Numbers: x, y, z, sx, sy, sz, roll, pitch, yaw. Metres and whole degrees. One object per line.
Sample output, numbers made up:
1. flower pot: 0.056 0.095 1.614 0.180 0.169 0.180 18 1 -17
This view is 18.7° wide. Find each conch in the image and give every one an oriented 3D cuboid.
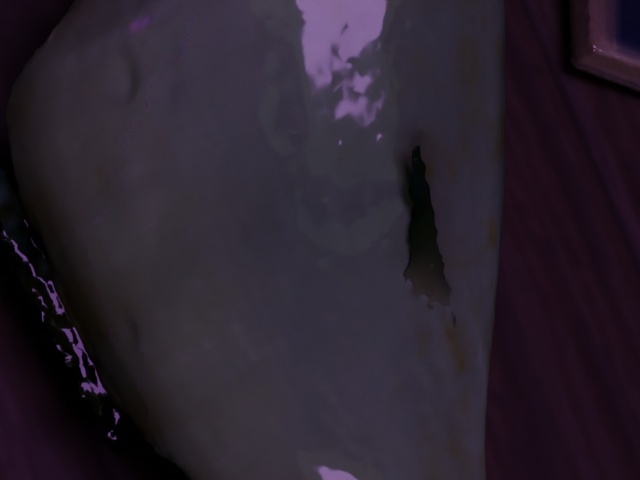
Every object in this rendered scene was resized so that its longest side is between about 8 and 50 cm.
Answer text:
1. conch: -0.019 -0.005 0.594 0.143 0.137 0.250 17 77 -55

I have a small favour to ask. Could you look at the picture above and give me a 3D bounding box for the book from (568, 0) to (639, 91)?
1. book: 0.240 -0.129 0.857 0.322 0.018 0.228 16 60 -25
